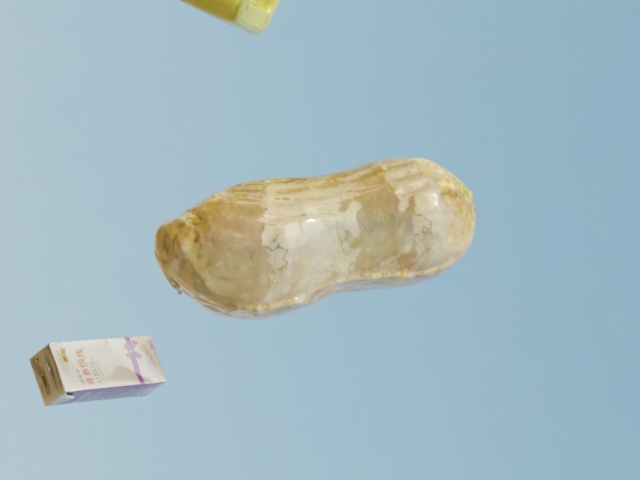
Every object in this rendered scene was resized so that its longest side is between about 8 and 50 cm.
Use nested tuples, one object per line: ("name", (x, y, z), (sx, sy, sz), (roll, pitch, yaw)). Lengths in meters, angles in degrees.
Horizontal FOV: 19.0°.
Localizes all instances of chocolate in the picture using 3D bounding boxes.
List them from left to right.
("chocolate", (0.000, 0.000, 1.778), (0.134, 0.309, 0.134), (172, -90, -74))

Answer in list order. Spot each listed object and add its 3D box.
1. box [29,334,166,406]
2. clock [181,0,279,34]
("box", (-0.194, 0.114, 1.681), (0.036, 0.117, 0.051), (-38, -113, 39))
("clock", (-0.073, -0.328, 2.019), (0.096, 0.143, 0.202), (27, -85, 14))
